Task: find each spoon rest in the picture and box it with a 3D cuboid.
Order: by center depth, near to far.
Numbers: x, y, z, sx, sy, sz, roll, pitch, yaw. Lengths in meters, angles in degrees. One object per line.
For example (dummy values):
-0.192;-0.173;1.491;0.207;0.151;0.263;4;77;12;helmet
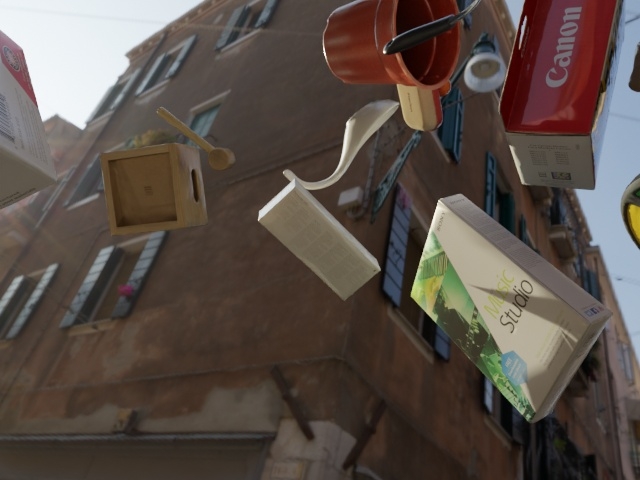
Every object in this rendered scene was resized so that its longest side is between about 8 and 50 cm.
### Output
0.056;-0.194;1.112;0.276;0.137;0.084;-37;-89;7;spoon rest

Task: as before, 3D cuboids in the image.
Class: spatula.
0.190;-0.310;0.713;0.030;0.084;0.296;39;-28;-25;spatula

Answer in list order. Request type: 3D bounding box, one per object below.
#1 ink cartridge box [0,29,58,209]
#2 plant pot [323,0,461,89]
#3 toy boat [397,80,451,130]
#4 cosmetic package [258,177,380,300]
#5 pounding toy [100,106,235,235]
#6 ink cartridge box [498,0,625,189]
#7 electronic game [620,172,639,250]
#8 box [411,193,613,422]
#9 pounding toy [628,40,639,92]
-0.309;-0.127;0.378;0.092;0.158;0.218;-24;-19;1;ink cartridge box
0.167;-0.510;1.346;0.265;0.272;0.272;10;-29;46;plant pot
0.335;-0.460;1.637;0.151;0.151;0.231;34;-34;56;toy boat
0.000;0.000;1.028;0.099;0.060;0.239;-40;-71;15;cosmetic package
-0.221;-0.109;0.828;0.206;0.181;0.094;-6;4;13;pounding toy
0.409;-0.279;0.880;0.130;0.309;0.272;9;-13;31;ink cartridge box
0.322;0.022;0.368;0.229;0.048;0.229;40;-4;3;electronic game
0.286;0.103;0.881;0.059;0.322;0.232;-13;-49;-26;box
0.593;-0.310;0.836;0.155;0.269;0.154;20;-80;-14;pounding toy
